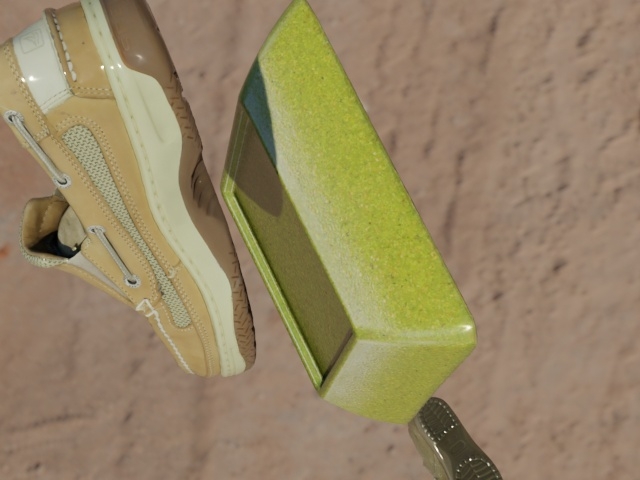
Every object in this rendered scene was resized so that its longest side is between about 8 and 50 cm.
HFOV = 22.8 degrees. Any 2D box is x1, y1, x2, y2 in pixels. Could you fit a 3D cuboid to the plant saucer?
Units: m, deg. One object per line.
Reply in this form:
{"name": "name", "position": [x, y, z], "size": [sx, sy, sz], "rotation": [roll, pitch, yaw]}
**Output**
{"name": "plant saucer", "position": [0.000, 0.000, 0.805], "size": [0.045, 0.188, 0.188], "rotation": [-23, 76, -15]}

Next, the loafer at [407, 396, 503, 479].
{"name": "loafer", "position": [0.136, 0.224, 1.588], "size": [0.056, 0.050, 0.148], "rotation": [-26, 86, -22]}

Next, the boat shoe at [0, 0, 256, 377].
{"name": "boat shoe", "position": [-0.074, -0.010, 0.571], "size": [0.072, 0.190, 0.068], "rotation": [-22, 46, -5]}
